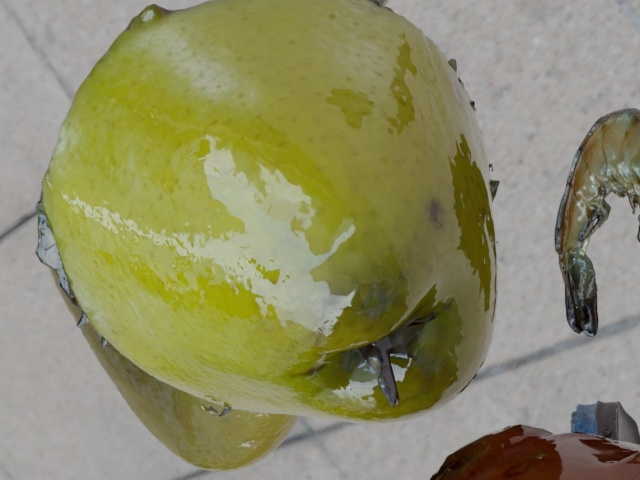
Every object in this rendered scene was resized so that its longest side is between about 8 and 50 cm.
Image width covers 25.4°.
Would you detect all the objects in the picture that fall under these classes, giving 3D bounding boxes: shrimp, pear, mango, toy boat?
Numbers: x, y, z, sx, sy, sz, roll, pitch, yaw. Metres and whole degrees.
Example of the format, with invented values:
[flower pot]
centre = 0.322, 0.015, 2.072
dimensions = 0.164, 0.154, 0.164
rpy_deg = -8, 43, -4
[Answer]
[shrimp]
centre = 0.202, 0.013, 0.879
dimensions = 0.148, 0.035, 0.195
rpy_deg = -65, 35, 27
[pear]
centre = 0.003, 0.000, 0.708
dimensions = 0.178, 0.267, 0.267
rpy_deg = 40, 152, 65
[mango]
centre = -0.118, 0.047, 1.250
dimensions = 0.253, 0.182, 0.365
rpy_deg = 9, 117, 33
[toy boat]
centre = 0.298, 0.266, 1.516
dimensions = 0.097, 0.223, 0.100
rpy_deg = -33, 119, 25

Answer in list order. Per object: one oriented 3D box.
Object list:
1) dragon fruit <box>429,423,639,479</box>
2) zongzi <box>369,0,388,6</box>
[dragon fruit]
centre = 0.111, 0.197, 0.605
dimensions = 0.250, 0.250, 0.315
rpy_deg = 54, 148, -5
[zongzi]
centre = -0.096, -0.331, 1.741
dimensions = 0.418, 0.447, 0.181
rpy_deg = 27, 166, 7
